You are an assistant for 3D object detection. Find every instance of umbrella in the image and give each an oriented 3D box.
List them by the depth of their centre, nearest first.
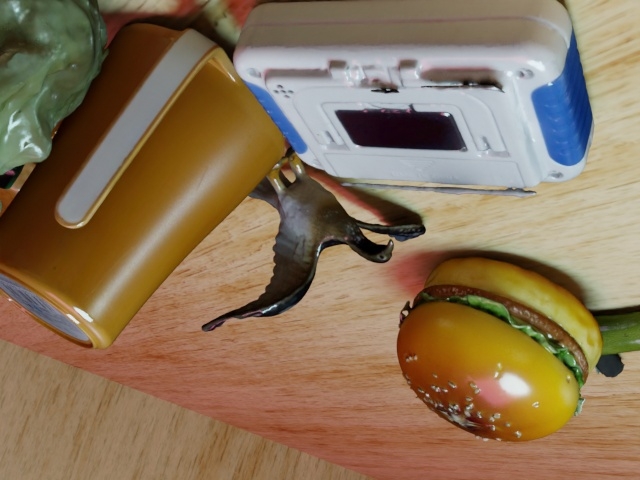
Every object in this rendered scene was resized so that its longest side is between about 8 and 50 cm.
[{"bbox_3d":[0.374,0.151,1.194,0.036,0.031,0.133,5,158,31],"label":"umbrella"}]

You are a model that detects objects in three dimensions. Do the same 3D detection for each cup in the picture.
[{"bbox_3d":[-0.157,-0.054,0.756,0.182,0.264,0.226,32,157,0],"label":"cup"}]

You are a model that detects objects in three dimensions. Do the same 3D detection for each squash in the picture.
[{"bbox_3d":[0.366,0.106,1.063,0.052,0.052,0.183,29,154,-30],"label":"squash"}]

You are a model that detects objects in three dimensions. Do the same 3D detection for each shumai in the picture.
[{"bbox_3d":[-0.296,-0.117,0.668,0.256,0.218,0.189,-22,132,19],"label":"shumai"}]

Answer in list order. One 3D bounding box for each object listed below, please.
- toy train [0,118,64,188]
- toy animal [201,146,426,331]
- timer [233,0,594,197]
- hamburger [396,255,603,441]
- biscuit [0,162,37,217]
[{"bbox_3d":[-0.333,-0.134,0.844,0.228,0.136,0.091,23,159,-23],"label":"toy train"},{"bbox_3d":[-0.006,-0.013,0.894,0.160,0.273,0.197,57,157,-4],"label":"toy animal"},{"bbox_3d":[0.071,-0.106,0.697,0.254,0.078,0.178,6,156,28],"label":"timer"},{"bbox_3d":[0.198,0.142,1.057,0.246,0.170,0.246,25,153,14],"label":"hamburger"},{"bbox_3d":[-0.483,-0.061,1.234,0.456,0.078,0.349,15,162,7],"label":"biscuit"}]
